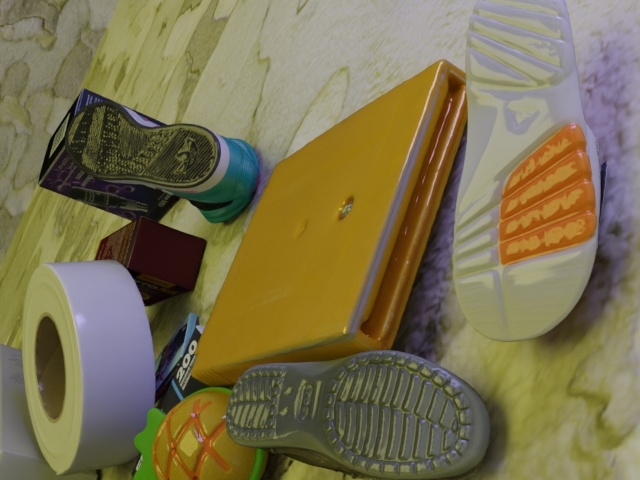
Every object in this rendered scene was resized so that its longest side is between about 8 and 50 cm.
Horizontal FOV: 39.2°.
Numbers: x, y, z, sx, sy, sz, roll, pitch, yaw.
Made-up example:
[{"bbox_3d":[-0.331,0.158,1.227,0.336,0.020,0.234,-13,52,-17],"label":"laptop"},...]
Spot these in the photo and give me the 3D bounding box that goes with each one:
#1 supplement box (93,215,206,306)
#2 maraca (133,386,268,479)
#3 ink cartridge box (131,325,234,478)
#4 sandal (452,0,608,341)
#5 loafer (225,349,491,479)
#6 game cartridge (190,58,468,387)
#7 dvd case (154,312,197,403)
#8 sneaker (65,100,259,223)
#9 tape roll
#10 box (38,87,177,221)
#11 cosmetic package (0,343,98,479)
[{"bbox_3d":[-0.260,0.035,1.322,0.188,0.104,0.081,-20,53,57],"label":"supplement box"},{"bbox_3d":[-0.127,0.215,0.911,0.185,0.099,0.127,-17,63,36],"label":"maraca"},{"bbox_3d":[-0.158,0.211,1.060,0.206,0.045,0.208,-65,24,4],"label":"ink cartridge box"},{"bbox_3d":[0.156,-0.059,0.635,0.102,0.076,0.265,-5,75,36],"label":"sandal"},{"bbox_3d":[0.035,0.140,0.707,0.251,0.087,0.094,-1,66,45],"label":"loafer"},{"bbox_3d":[0.000,0.000,0.877,0.323,0.052,0.285,-25,38,57],"label":"game cartridge"},{"bbox_3d":[-0.202,0.163,1.199,0.119,0.013,0.087,-53,21,32],"label":"dvd case"},{"bbox_3d":[-0.197,-0.107,1.228,0.295,0.178,0.124,18,84,35],"label":"sneaker"},{"bbox_3d":[-0.324,0.170,1.230,0.286,0.100,0.286,7,98,56],"label":"tape roll"},{"bbox_3d":[-0.330,-0.130,1.469,0.153,0.207,0.108,-41,37,45],"label":"box"},{"bbox_3d":[-0.481,0.340,1.443,0.197,0.155,0.365,-63,27,10],"label":"cosmetic package"}]
